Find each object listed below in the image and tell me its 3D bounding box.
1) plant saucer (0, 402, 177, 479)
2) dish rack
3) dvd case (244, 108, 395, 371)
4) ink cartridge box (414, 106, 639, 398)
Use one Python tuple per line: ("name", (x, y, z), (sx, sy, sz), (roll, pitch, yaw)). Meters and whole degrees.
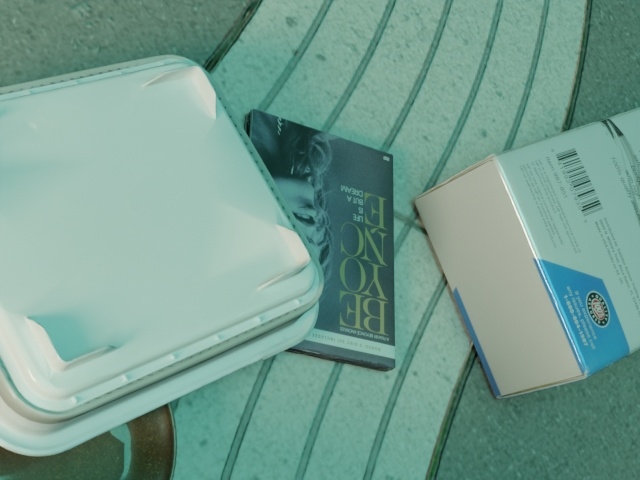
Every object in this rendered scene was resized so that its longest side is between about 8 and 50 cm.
("plant saucer", (-0.201, 0.147, 0.842), (0.198, 0.036, 0.199), (13, 66, -32))
("dish rack", (-0.154, -0.016, 0.887), (0.333, 0.072, 0.285), (-22, 78, -42))
("dvd case", (0.000, 0.000, 1.057), (0.164, 0.018, 0.221), (15, 64, -31))
("ink cartridge box", (0.277, 0.002, 1.185), (0.307, 0.129, 0.223), (-19, 84, -39))
